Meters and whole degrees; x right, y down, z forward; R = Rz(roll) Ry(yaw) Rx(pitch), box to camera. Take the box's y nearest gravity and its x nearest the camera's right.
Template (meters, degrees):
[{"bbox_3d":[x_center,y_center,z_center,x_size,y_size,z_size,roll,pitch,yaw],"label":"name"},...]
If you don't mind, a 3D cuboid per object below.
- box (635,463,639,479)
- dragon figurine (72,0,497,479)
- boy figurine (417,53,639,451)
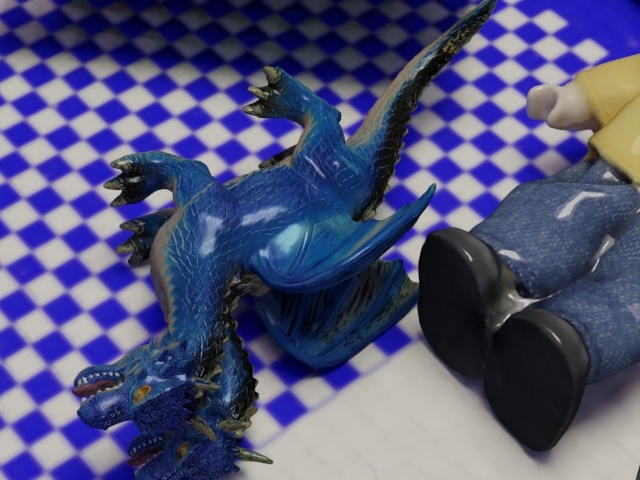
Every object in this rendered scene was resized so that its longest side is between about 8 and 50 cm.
[{"bbox_3d":[0.180,0.123,0.523,0.147,0.180,0.077,16,85,12],"label":"box"},{"bbox_3d":[0.000,0.000,0.686,0.289,0.085,0.144,-29,57,-24],"label":"dragon figurine"},{"bbox_3d":[0.176,-0.026,0.712,0.285,0.092,0.177,-32,59,-26],"label":"boy figurine"}]
